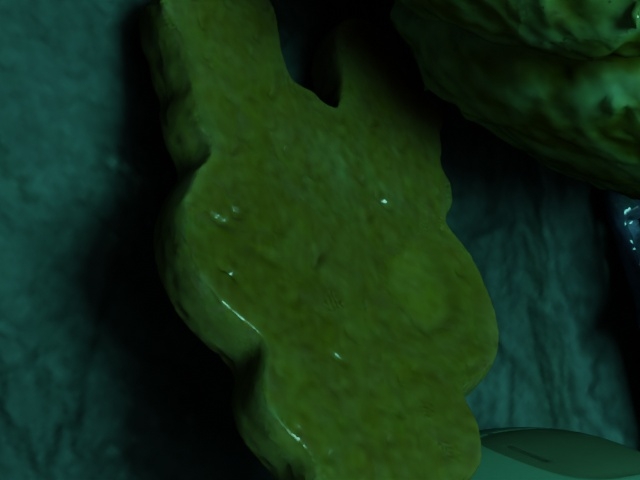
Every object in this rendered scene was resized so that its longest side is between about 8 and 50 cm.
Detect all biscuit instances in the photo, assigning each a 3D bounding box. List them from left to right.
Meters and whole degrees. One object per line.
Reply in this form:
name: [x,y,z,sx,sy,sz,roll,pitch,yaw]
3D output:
biscuit: [0.003,0.001,0.493,0.144,0.040,0.236,11,54,-29]

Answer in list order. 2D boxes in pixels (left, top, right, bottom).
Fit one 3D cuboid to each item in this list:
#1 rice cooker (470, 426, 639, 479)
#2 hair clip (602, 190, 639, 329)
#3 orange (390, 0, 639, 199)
rice cooker: [0.067,0.144,0.514,0.206,0.145,0.127,-2,99,-33]
hair clip: [0.187,0.102,0.630,0.137,0.090,0.278,-12,92,-33]
orange: [0.154,-0.126,0.548,0.369,0.271,0.210,0,129,-35]
